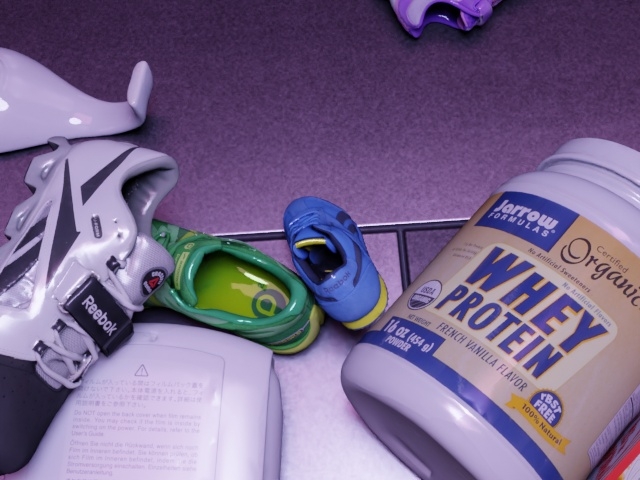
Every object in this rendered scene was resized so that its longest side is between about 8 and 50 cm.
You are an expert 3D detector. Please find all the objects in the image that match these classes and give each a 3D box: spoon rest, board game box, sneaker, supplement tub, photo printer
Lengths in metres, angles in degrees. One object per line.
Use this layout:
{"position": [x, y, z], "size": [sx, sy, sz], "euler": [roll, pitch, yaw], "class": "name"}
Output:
{"position": [-0.309, -0.153, 1.083], "size": [0.276, 0.084, 0.137], "euler": [3, 66, 16], "class": "spoon rest"}
{"position": [0.253, 0.214, 0.840], "size": [0.045, 0.147, 0.193], "euler": [40, 107, 14], "class": "board game box"}
{"position": [0.182, -0.294, 1.122], "size": [0.236, 0.095, 0.105], "euler": [-14, 75, 0], "class": "sneaker"}
{"position": [0.000, 0.000, 0.962], "size": [0.069, 0.082, 0.209], "euler": [-38, 36, 6], "class": "sneaker"}
{"position": [-0.137, 0.025, 0.975], "size": [0.295, 0.123, 0.109], "euler": [14, 70, 7], "class": "sneaker"}
{"position": [0.197, 0.081, 0.894], "size": [0.228, 0.228, 0.316], "euler": [39, 74, 15], "class": "supplement tub"}
{"position": [-0.209, 0.044, 0.856], "size": [0.146, 0.122, 0.331], "euler": [1, 60, 17], "class": "sneaker"}
{"position": [-0.165, 0.227, 0.904], "size": [0.256, 0.107, 0.308], "euler": [1, 68, 1], "class": "photo printer"}
